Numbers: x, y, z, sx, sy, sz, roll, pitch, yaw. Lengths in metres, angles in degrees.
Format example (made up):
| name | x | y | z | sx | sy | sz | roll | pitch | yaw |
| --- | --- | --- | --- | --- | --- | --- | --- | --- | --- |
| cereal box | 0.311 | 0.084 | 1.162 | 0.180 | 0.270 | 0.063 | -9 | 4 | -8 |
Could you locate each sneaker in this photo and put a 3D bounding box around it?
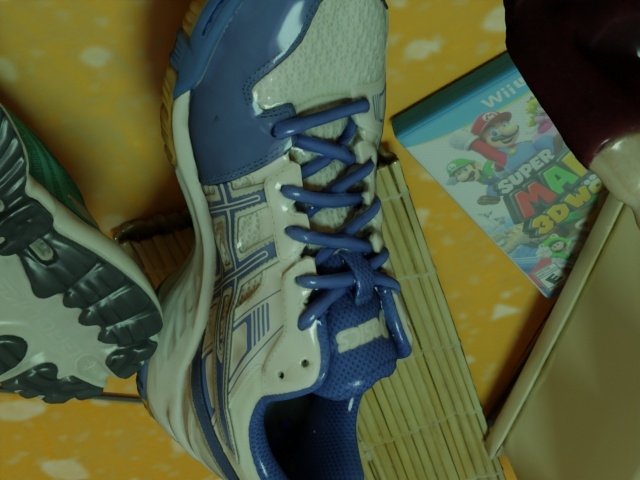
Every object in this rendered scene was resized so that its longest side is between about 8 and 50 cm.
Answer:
| name | x | y | z | sx | sy | sz | roll | pitch | yaw |
| --- | --- | --- | --- | --- | --- | --- | --- | --- | --- |
| sneaker | -0.171 | -0.033 | 0.808 | 0.107 | 0.110 | 0.275 | -31 | 134 | 2 |
| sneaker | 0.000 | 0.000 | 0.837 | 0.112 | 0.131 | 0.296 | -20 | 135 | -31 |

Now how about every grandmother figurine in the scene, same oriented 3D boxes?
| name | x | y | z | sx | sy | sz | roll | pitch | yaw |
| --- | --- | --- | --- | --- | --- | --- | --- | --- | --- |
| grandmother figurine | 0.142 | -0.077 | 0.781 | 0.342 | 0.208 | 0.104 | 34 | 125 | -15 |

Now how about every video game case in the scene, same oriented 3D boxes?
| name | x | y | z | sx | sy | sz | roll | pitch | yaw |
| --- | --- | --- | --- | --- | --- | --- | --- | --- | --- |
| video game case | 0.128 | -0.040 | 0.945 | 0.119 | 0.015 | 0.166 | -29 | 136 | 18 |

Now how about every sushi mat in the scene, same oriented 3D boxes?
| name | x | y | z | sx | sy | sz | roll | pitch | yaw |
| --- | --- | --- | --- | --- | --- | --- | --- | --- | --- |
| sushi mat | 0.005 | 0.075 | 1.038 | 0.151 | 0.019 | 0.316 | -16 | 138 | 5 |

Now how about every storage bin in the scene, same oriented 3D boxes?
| name | x | y | z | sx | sy | sz | roll | pitch | yaw |
| --- | --- | --- | --- | --- | --- | --- | --- | --- | --- |
| storage bin | 0.263 | 0.070 | 1.008 | 0.260 | 0.123 | 0.262 | -2 | 138 | -21 |
